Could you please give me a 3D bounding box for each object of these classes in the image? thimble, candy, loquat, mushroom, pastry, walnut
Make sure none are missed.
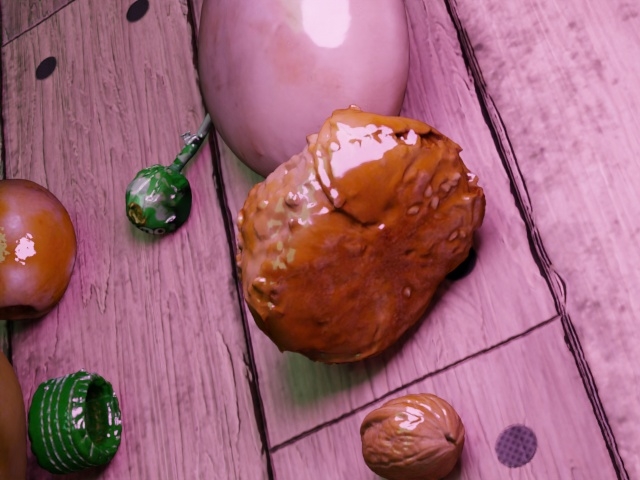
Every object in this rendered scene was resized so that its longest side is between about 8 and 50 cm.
[{"bbox_3d":[-0.321,0.238,1.590,0.090,0.118,0.130,-18,73,21],"label":"thimble"},{"bbox_3d":[-0.181,-0.150,1.763,0.097,0.097,0.323,11,63,39],"label":"candy"},{"bbox_3d":[-0.448,0.009,1.780,0.179,0.179,0.227,-23,57,22],"label":"loquat"},{"bbox_3d":[0.004,-0.247,1.555,0.362,0.294,0.362,19,112,62],"label":"mushroom"},{"bbox_3d":[0.035,-0.011,1.409,0.311,0.255,0.162,-47,31,2],"label":"pastry"},{"bbox_3d":[0.098,0.217,1.324,0.124,0.105,0.105,-17,54,45],"label":"walnut"}]

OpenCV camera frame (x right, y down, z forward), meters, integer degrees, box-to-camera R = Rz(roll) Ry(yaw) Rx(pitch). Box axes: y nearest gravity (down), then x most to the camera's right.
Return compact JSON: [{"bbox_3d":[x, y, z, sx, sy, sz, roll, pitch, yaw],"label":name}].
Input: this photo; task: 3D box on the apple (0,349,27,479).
[{"bbox_3d":[-0.586,0.274,1.533,0.473,0.473,0.474,-17,55,26],"label":"apple"}]
